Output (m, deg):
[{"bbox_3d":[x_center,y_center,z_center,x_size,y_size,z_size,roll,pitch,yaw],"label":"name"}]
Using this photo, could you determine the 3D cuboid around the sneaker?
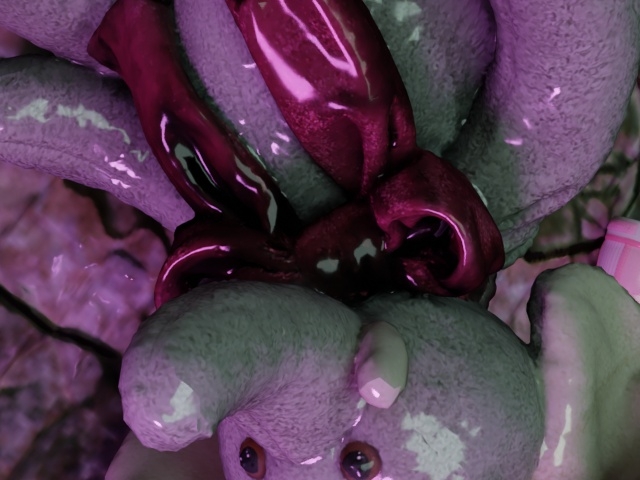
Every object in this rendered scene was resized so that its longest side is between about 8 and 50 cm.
[{"bbox_3d":[0.182,0.042,0.851,0.134,0.051,0.070,22,85,-24],"label":"sneaker"}]

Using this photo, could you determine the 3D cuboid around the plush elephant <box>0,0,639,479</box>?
[{"bbox_3d":[0.000,0.000,0.629,0.330,0.272,0.255,33,50,-49],"label":"plush elephant"}]
